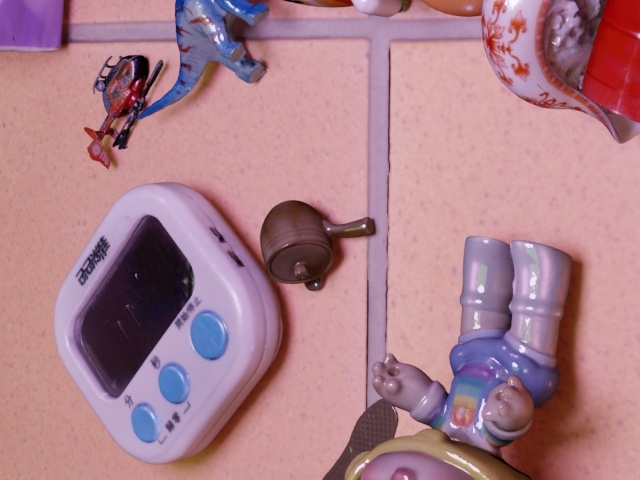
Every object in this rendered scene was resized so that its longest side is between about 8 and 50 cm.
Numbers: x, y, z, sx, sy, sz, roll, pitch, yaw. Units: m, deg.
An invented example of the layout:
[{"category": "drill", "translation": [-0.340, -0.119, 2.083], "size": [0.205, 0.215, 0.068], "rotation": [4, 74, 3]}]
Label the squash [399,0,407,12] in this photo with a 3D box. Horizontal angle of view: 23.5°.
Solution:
[{"category": "squash", "translation": [0.045, -0.232, 1.403], "size": [0.089, 0.027, 0.027], "rotation": [29, 112, 34]}]

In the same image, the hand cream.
[{"category": "hand cream", "translation": [0.290, -0.138, 1.085], "size": [0.193, 0.193, 0.125], "rotation": [26, 111, 37]}]

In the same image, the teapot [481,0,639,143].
[{"category": "teapot", "translation": [0.191, -0.189, 1.176], "size": [0.159, 0.245, 0.116], "rotation": [-31, 44, 2]}]

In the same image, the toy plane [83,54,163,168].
[{"category": "toy plane", "translation": [-0.213, -0.145, 1.631], "size": [0.060, 0.037, 0.145], "rotation": [41, 115, 20]}]

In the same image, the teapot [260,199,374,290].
[{"category": "teapot", "translation": [0.000, 0.000, 1.453], "size": [0.110, 0.085, 0.080], "rotation": [-23, 52, 12]}]

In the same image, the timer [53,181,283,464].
[{"category": "timer", "translation": [-0.155, 0.083, 1.565], "size": [0.237, 0.087, 0.262], "rotation": [53, 124, 24]}]

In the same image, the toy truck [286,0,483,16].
[{"category": "toy truck", "translation": [0.047, -0.264, 1.290], "size": [0.265, 0.189, 0.239], "rotation": [-33, 77, 28]}]

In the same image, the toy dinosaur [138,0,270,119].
[{"category": "toy dinosaur", "translation": [-0.093, -0.226, 1.472], "size": [0.144, 0.076, 0.329], "rotation": [32, 125, 24]}]

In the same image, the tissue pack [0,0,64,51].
[{"category": "tissue pack", "translation": [-0.397, -0.372, 1.692], "size": [0.242, 0.160, 0.338], "rotation": [11, 102, 42]}]

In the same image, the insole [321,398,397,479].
[{"category": "insole", "translation": [0.036, 0.204, 1.462], "size": [0.045, 0.002, 0.135], "rotation": [50, 123, 27]}]

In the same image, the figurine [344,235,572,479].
[{"category": "figurine", "translation": [0.142, 0.193, 1.271], "size": [0.224, 0.205, 0.381], "rotation": [27, 91, 40]}]
